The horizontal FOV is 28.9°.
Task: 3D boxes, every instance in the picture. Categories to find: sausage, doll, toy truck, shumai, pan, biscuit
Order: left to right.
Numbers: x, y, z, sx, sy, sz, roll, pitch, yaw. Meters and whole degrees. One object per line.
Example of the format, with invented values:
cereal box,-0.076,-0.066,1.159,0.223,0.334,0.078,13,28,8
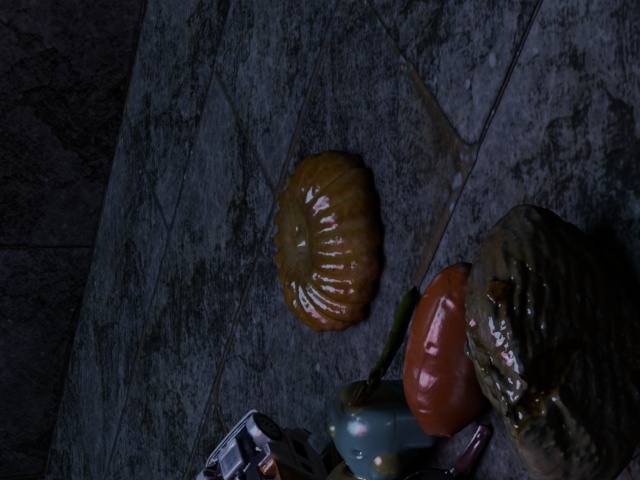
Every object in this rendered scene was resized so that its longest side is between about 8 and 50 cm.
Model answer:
toy truck,-0.054,0.470,2.039,0.173,0.207,0.387,-48,34,18
biscuit,0.000,0.000,2.173,0.326,0.107,0.326,-177,90,-66
doll,0.083,0.359,1.915,0.177,0.161,0.261,-137,49,-67
pan,0.188,0.346,1.804,0.212,0.115,0.040,-61,-8,18
sausage,0.183,0.153,1.745,0.133,0.133,0.258,-134,48,-56
shumai,0.239,0.143,1.516,0.283,0.217,0.346,-35,62,60

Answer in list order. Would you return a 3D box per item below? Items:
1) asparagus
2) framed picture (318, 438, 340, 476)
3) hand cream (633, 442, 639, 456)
asparagus,0.102,0.165,1.896,0.236,0.034,0.027,-60,7,-34
framed picture,0.001,0.518,2.197,0.231,0.018,0.293,121,150,-57
hand cream,0.349,0.249,1.504,0.052,0.038,0.216,55,138,13
